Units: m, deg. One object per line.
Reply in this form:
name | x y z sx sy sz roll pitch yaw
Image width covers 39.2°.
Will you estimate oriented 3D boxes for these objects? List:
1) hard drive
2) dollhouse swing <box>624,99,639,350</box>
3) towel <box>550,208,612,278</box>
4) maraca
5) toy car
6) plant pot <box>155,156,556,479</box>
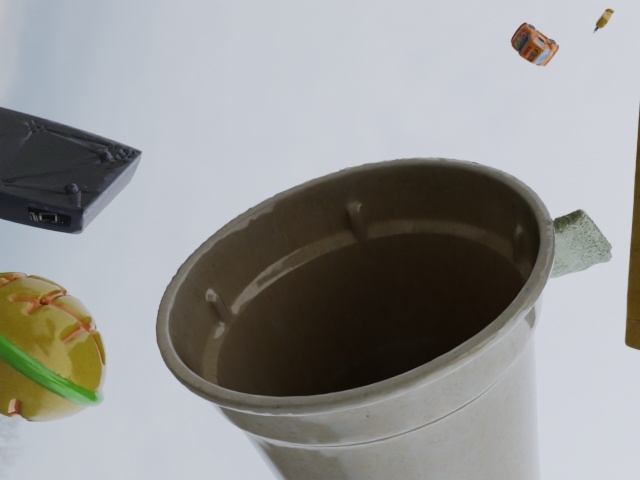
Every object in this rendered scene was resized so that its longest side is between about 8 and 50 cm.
hard drive | -0.360 -0.089 1.068 0.172 0.255 0.054 -63 167 -54
dollhouse swing | 0.442 -0.068 0.757 0.305 0.315 0.346 8 -76 37
towel | 0.357 0.009 1.303 0.110 0.148 0.027 -24 -128 21
maraca | -0.231 0.069 0.677 0.186 0.127 0.099 32 -101 36
toy car | 0.284 -0.253 1.081 0.122 0.060 0.040 -33 -170 40
plant pot | 0.064 0.140 0.811 0.334 0.334 0.305 -124 -167 -59
